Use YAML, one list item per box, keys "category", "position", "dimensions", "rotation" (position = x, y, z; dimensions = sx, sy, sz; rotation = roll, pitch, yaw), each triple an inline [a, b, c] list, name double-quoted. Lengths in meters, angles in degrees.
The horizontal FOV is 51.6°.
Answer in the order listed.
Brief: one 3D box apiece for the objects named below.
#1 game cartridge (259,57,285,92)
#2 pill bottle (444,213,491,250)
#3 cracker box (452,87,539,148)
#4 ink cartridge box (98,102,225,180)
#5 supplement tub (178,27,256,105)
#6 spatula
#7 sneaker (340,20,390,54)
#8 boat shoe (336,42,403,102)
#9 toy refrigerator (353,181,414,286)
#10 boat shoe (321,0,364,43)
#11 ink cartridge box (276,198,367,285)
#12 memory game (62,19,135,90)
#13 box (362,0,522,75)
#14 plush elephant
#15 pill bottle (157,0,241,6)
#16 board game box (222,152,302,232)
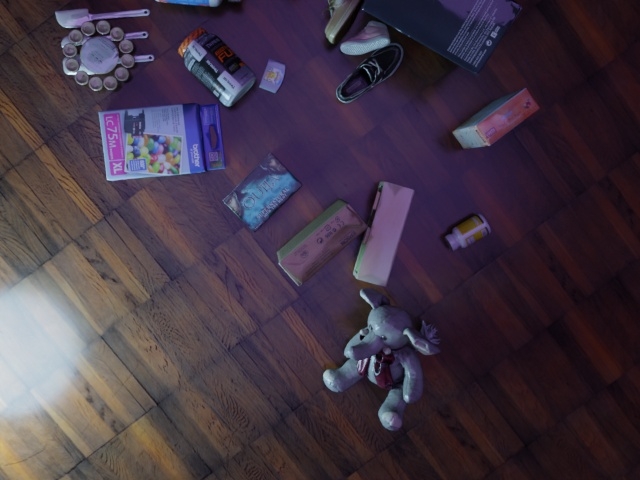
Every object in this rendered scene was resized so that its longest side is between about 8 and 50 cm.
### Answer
- category: "game cartridge"
  position: [-0.126, -0.443, 1.783]
  dimensions: [0.056, 0.017, 0.083]
  rotation: [18, 94, -8]
- category: "pill bottle"
  position: [0.403, -0.019, 1.820]
  dimensions: [0.116, 0.065, 0.065]
  rotation: [-30, 96, 0]
- category: "cracker box"
  position: [0.447, -0.310, 1.713]
  dimensions: [0.156, 0.232, 0.067]
  rotation: [-36, 96, 1]
- category: "ink cartridge box"
  position: [-0.419, -0.265, 1.762]
  dimensions: [0.312, 0.065, 0.185]
  rotation: [-6, 96, -4]
- category: "supplement tub"
  position: [-0.270, -0.453, 1.723]
  dimensions: [0.190, 0.117, 0.117]
  rotation: [44, 92, -6]
- category: "spatula"
  position: [-0.567, -0.531, 1.754]
  dimensions: [0.242, 0.019, 0.168]
  rotation: [-6, 94, -6]
- category: "sneaker"
  position: [0.119, -0.544, 1.773]
  dimensions: [0.135, 0.051, 0.070]
  rotation: [-9, 66, 15]
- category: "boat shoe"
  position: [0.137, -0.447, 1.767]
  dimensions: [0.219, 0.070, 0.077]
  rotation: [-42, 96, 1]
- category: "toy refrigerator"
  position: [0.165, -0.021, 1.790]
  dimensions: [0.094, 0.102, 0.269]
  rotation: [16, 95, -4]
- category: "boat shoe"
  position: [0.073, -0.653, 1.738]
  dimensions: [0.089, 0.104, 0.285]
  rotation: [27, 83, 0]
- category: "ink cartridge box"
  position: [0.000, 0.000, 1.737]
  dimensions: [0.235, 0.193, 0.088]
  rotation: [-41, 98, 2]
- category: "memory game"
  position: [-0.582, -0.487, 1.740]
  dimensions: [0.186, 0.012, 0.186]
  rotation: [0, 94, -6]
- category: "box"
  position: [0.288, -0.583, 1.612]
  dimensions: [0.313, 0.343, 0.178]
  rotation: [29, 116, -5]
- category: "plush elephant"
  position: [0.168, 0.280, 1.727]
  dimensions: [0.330, 0.272, 0.255]
  rotation: [-42, 137, -14]
- category: "pill bottle"
  position: [-0.313, -0.667, 1.699]
  dimensions: [0.222, 0.124, 0.124]
  rotation: [5, 95, -2]
- category: "board game box"
  position: [-0.157, -0.130, 1.802]
  dimensions: [0.186, 0.026, 0.126]
  rotation: [-45, 96, 2]
